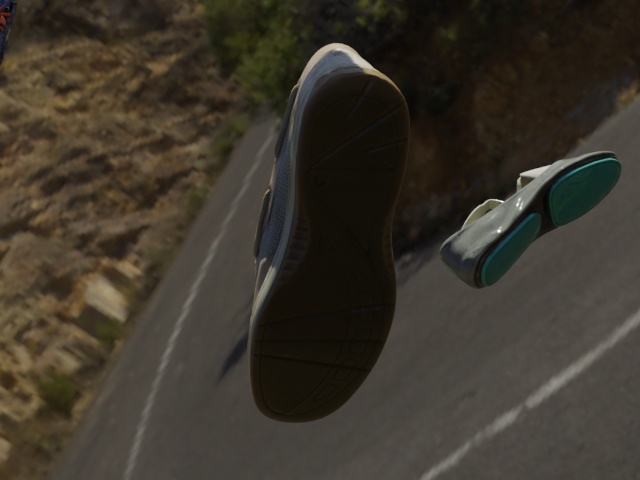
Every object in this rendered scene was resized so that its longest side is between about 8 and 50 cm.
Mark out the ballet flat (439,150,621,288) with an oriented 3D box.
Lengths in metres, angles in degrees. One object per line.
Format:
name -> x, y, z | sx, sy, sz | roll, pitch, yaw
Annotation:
ballet flat -> 0.201, -0.034, 1.146 | 0.213, 0.068, 0.072 | -36, -42, -22

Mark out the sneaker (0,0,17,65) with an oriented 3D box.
sneaker -> -0.410, -0.264, 1.424 | 0.087, 0.083, 0.221 | -56, 28, 22

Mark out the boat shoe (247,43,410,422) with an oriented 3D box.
boat shoe -> 0.000, 0.000, 0.913 | 0.098, 0.109, 0.302 | -115, 30, -61
